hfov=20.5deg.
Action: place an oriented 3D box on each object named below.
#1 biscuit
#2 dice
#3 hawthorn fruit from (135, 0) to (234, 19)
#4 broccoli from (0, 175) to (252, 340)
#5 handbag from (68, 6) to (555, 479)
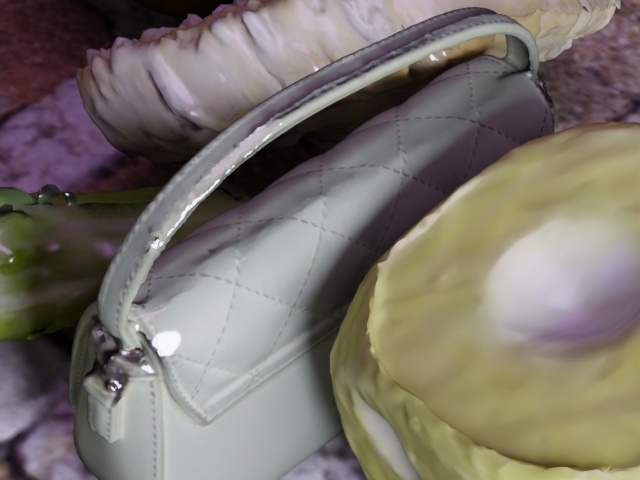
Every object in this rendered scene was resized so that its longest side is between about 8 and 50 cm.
[{"bbox_3d":[0.036,-0.098,0.867,0.281,0.179,0.084,-17,94,-29],"label":"biscuit"},{"bbox_3d":[0.118,0.072,0.698,0.169,0.169,0.166,-36,45,-14],"label":"dice"},{"bbox_3d":[-0.047,-0.279,0.945,0.267,0.301,0.268,-2,52,3],"label":"hawthorn fruit"},{"bbox_3d":[-0.157,0.023,0.790,0.304,0.165,0.145,-14,17,-32],"label":"broccoli"},{"bbox_3d":[0.000,0.000,0.748,0.256,0.219,0.079,-34,61,-30],"label":"handbag"}]
